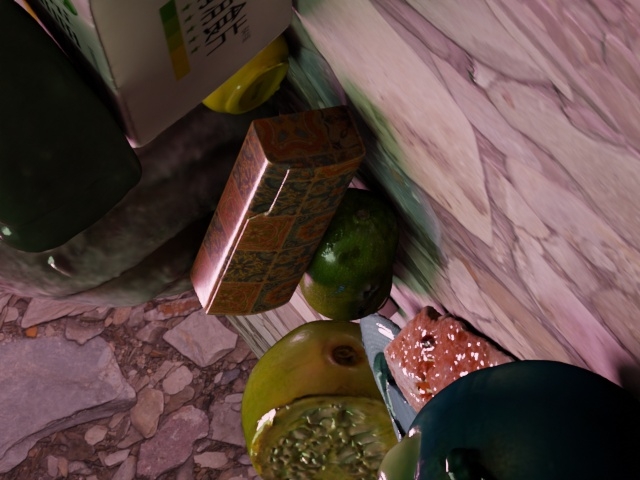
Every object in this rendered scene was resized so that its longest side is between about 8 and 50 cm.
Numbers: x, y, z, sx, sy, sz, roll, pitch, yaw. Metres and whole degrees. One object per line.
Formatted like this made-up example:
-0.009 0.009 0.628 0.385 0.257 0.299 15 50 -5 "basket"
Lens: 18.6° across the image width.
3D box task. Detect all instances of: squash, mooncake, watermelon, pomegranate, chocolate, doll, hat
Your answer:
0.022 0.021 1.619 0.087 0.087 0.331 49 175 8 "squash"
-0.195 -0.080 1.209 0.175 0.104 0.168 53 178 -1 "mooncake"
0.127 0.132 1.586 0.241 0.094 0.154 45 165 53 "watermelon"
0.030 0.181 2.058 0.241 0.190 0.159 43 -152 -31 "pomegranate"
-0.141 -0.063 1.568 0.213 0.303 0.303 19 171 2 "chocolate"
0.155 0.185 1.253 0.322 0.186 0.198 31 -136 -55 "doll"
0.103 0.139 1.773 0.138 0.078 0.191 10 121 67 "hat"

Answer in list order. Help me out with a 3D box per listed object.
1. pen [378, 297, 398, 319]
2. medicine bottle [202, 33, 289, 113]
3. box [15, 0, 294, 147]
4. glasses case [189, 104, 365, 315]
0.000 0.000 1.856 0.197 0.032 0.053 48 174 -1 "pen"
-0.140 -0.220 1.396 0.309 0.076 0.111 49 167 8 "medicine bottle"
-0.123 -0.193 1.153 0.173 0.145 0.333 51 172 9 "box"
-0.034 -0.016 1.432 0.049 0.075 0.218 67 155 24 "glasses case"
